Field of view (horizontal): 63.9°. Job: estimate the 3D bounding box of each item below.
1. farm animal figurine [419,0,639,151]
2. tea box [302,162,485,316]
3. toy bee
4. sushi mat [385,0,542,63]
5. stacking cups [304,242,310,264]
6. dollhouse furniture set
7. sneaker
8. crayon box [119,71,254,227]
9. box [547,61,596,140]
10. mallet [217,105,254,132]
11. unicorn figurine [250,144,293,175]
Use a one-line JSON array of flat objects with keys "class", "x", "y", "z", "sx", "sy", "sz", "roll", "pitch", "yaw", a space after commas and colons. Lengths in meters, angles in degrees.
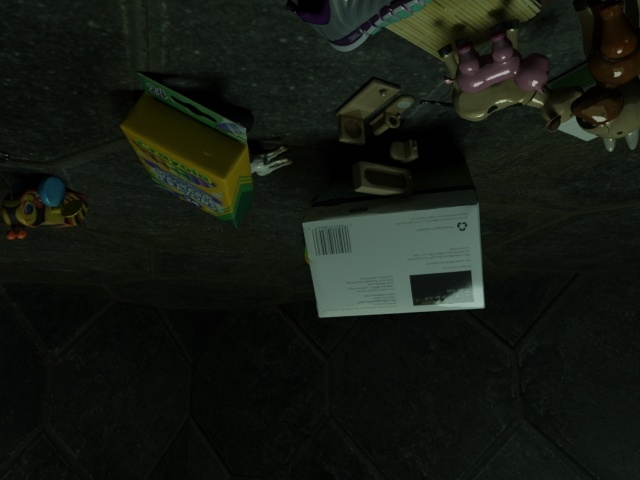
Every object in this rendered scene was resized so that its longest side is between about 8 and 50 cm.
[{"class": "farm animal figurine", "x": 0.330, "y": -0.201, "z": 0.600, "sx": 0.327, "sy": 0.172, "sz": 0.330, "roll": -26, "pitch": -160, "yaw": -7}, {"class": "tea box", "x": 0.165, "y": -0.012, "z": 1.102, "sx": 0.330, "sy": 0.219, "sz": 0.323, "roll": -5, "pitch": -160, "yaw": 13}, {"class": "toy bee", "x": -0.675, "y": -0.071, "z": 1.189, "sx": 0.195, "sy": 0.162, "sz": 0.298, "roll": -10, "pitch": 162, "yaw": 34}, {"class": "sushi mat", "x": 0.128, "y": -0.314, "z": 0.639, "sx": 0.317, "sy": 0.019, "sz": 0.152, "roll": 11, "pitch": 159, "yaw": -38}, {"class": "stacking cups", "x": 0.000, "y": 0.000, "z": 1.635, "sx": 0.096, "sy": 0.095, "sz": 0.316, "roll": 0, "pitch": 161, "yaw": -3}, {"class": "dollhouse furniture set", "x": 0.123, "y": -0.172, "z": 0.904, "sx": 0.144, "sy": 0.151, "sz": 0.123, "roll": 5, "pitch": 163, "yaw": -28}, {"class": "sneaker", "x": 0.056, "y": -0.286, "z": 0.555, "sx": 0.098, "sy": 0.083, "sz": 0.224, "roll": 16, "pitch": 156, "yaw": -34}, {"class": "crayon box", "x": -0.234, "y": -0.146, "z": 0.948, "sx": 0.203, "sy": 0.083, "sz": 0.323, "roll": 28, "pitch": 163, "yaw": 4}, {"class": "box", "x": 0.447, "y": -0.229, "z": 0.838, "sx": 0.102, "sy": 0.087, "sz": 0.101, "roll": 8, "pitch": 161, "yaw": -31}, {"class": "mallet", "x": -0.188, "y": -0.206, "z": 0.986, "sx": 0.063, "sy": 0.039, "sz": 0.190, "roll": 4, "pitch": 168, "yaw": -29}, {"class": "unicorn figurine", "x": -0.121, "y": -0.161, "z": 1.045, "sx": 0.111, "sy": 0.060, "sz": 0.162, "roll": -20, "pitch": 164, "yaw": 6}]
